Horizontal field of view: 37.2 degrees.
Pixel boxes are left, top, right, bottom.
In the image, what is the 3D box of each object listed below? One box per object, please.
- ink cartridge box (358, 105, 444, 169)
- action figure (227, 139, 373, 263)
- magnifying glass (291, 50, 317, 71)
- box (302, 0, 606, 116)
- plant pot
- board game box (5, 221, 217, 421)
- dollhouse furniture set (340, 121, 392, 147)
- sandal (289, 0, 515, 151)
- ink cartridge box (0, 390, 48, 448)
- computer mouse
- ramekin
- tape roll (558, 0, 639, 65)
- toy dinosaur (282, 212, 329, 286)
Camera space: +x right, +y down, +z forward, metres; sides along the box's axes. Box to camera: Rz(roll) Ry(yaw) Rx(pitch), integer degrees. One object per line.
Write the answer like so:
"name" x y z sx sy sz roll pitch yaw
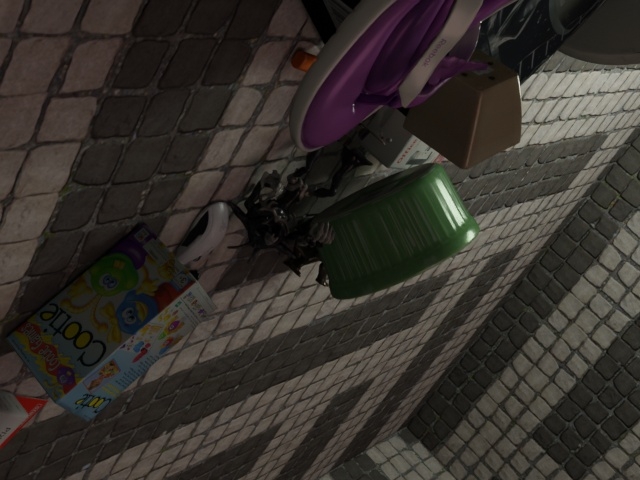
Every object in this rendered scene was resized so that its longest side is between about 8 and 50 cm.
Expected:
"ink cartridge box" 0.194 -0.223 1.867 0.159 0.092 0.217 -54 155 21
"action figure" -0.046 -0.067 1.634 0.276 0.164 0.141 -50 -162 1
"magnifying glass" 0.020 -0.275 1.552 0.092 0.026 0.231 -52 157 18
"box" 0.206 -0.440 1.235 0.472 0.297 0.480 -46 158 -1
"plant pot" 0.180 -0.168 1.155 0.109 0.109 0.096 -27 142 -32
"board game box" -0.324 0.130 1.503 0.275 0.142 0.144 -41 158 -10
"dollhouse furniture set" 0.076 -0.200 1.708 0.091 0.081 0.114 -46 158 3
"sandal" 0.142 -0.225 0.975 0.416 0.102 0.169 -41 156 -7
"ink cartridge box" -0.589 0.364 1.564 0.275 0.060 0.239 -45 157 1
"computer mouse" -0.211 0.017 1.636 0.106 0.042 0.193 -6 136 -57
"ramekin" 0.127 -0.025 1.765 0.303 0.148 0.303 -26 -172 4
"tape roll" 0.489 -0.478 1.533 0.392 0.392 0.072 -50 159 14
"toy dinosaur" 0.000 0.000 1.933 0.160 0.121 0.313 -58 152 2
